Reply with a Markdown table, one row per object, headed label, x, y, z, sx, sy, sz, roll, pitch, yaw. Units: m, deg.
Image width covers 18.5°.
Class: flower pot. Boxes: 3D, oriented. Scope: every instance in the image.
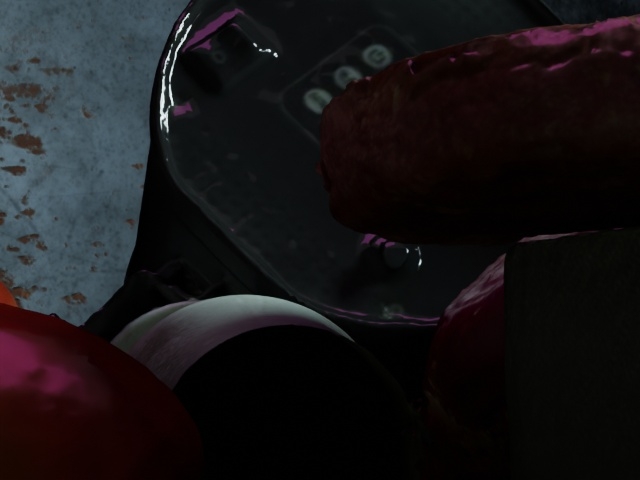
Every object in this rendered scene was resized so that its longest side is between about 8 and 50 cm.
| label | x | y | z | sx | sy | sz | roll | pitch | yaw |
| --- | --- | --- | --- | --- | --- | --- | --- | --- | --- |
| flower pot | 0.118 | 0.047 | 0.531 | 0.103 | 0.108 | 0.229 | -1 | -3 | -14 |

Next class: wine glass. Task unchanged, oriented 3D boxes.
| label | x | y | z | sx | sy | sz | roll | pitch | yaw |
| --- | --- | --- | --- | --- | --- | --- | --- | --- | --- |
| wine glass | -0.029 | 0.069 | 0.670 | 0.103 | 0.103 | 0.222 | -3 | -1 | -9 |

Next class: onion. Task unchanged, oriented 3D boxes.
| label | x | y | z | sx | sy | sz | roll | pitch | yaw |
| --- | --- | --- | --- | --- | --- | --- | --- | --- | --- |
| onion | 0.104 | 0.061 | 0.735 | 0.198 | 0.135 | 0.173 | -42 | -7 | 19 |

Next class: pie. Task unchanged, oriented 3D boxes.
| label | x | y | z | sx | sy | sz | roll | pitch | yaw |
| --- | --- | --- | --- | --- | --- | --- | --- | --- | --- |
| pie | 0.088 | -0.027 | 0.568 | 0.182 | 0.050 | 0.182 | -6 | -7 | -1 |

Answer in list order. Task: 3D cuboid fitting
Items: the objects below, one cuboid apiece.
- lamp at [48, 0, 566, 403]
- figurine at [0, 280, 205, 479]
| label | x | y | z | sx | sy | sz | roll | pitch | yaw |
| --- | --- | --- | --- | --- | --- | --- | --- | --- | --- |
| lamp | 0.020 | -0.007 | 0.931 | 0.374 | 0.205 | 0.272 | -44 | -14 | -8 |
| figurine | -0.204 | 0.008 | 0.542 | 0.211 | 0.261 | 0.269 | -36 | 20 | -15 |
